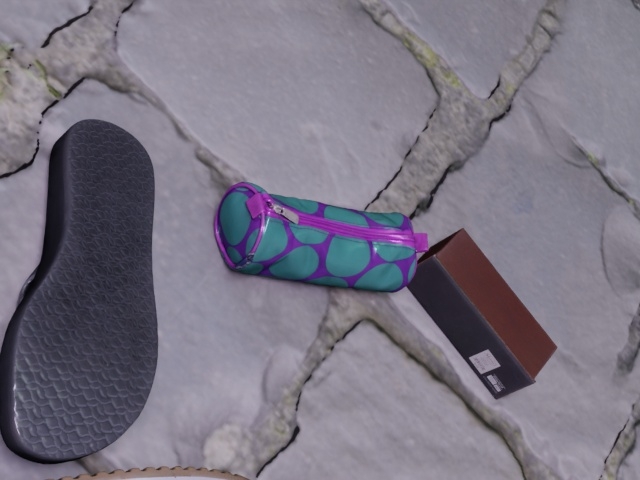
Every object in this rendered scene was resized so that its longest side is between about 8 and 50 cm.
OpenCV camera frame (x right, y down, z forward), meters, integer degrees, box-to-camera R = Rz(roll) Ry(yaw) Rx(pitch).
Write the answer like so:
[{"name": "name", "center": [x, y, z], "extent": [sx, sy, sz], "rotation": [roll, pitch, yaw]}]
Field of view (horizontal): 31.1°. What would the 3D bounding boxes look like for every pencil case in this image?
[{"name": "pencil case", "center": [0.000, 0.000, 0.855], "extent": [0.152, 0.070, 0.064], "rotation": [9, 63, -33]}]

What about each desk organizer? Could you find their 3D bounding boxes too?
[{"name": "desk organizer", "center": [0.129, 0.059, 0.933], "extent": [0.130, 0.047, 0.050], "rotation": [52, 47, -3]}]

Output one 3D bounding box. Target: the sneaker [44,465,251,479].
[{"name": "sneaker", "center": [-0.154, 0.212, 0.622], "extent": [0.282, 0.099, 0.153], "rotation": [0, 63, -28]}]

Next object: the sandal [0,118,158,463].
[{"name": "sandal", "center": [-0.154, 0.035, 0.750], "extent": [0.097, 0.054, 0.254], "rotation": [30, 44, -29]}]
